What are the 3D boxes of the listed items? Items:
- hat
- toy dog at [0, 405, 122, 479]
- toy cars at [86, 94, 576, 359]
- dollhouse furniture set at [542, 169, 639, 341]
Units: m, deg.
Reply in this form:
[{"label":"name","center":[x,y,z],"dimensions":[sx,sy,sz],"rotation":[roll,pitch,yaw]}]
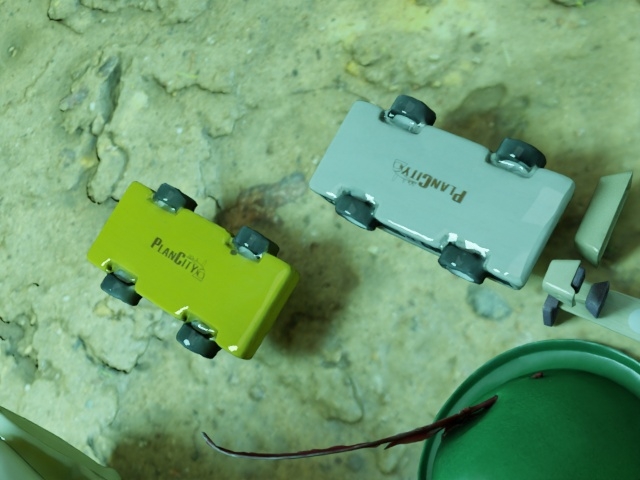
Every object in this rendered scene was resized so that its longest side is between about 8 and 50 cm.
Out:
[{"label":"hat","center":[0.095,0.124,0.501],"dimensions":[0.208,0.183,0.173],"rotation":[-44,52,6]},{"label":"toy dog","center":[-0.246,0.313,0.501],"dimensions":[0.285,0.395,0.408],"rotation":[25,73,29]},{"label":"toy cars","center":[0.000,0.000,0.691],"dimensions":[0.394,0.087,0.176],"rotation":[-17,64,20]},{"label":"dollhouse furniture set","center":[0.201,0.007,0.569],"dimensions":[0.081,0.091,0.114],"rotation":[21,76,22]}]
